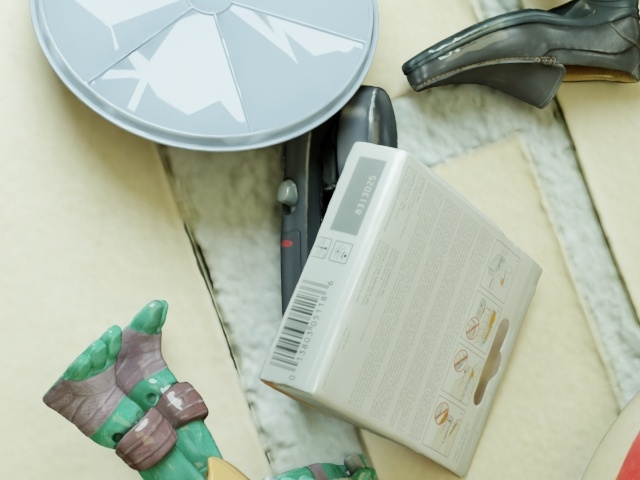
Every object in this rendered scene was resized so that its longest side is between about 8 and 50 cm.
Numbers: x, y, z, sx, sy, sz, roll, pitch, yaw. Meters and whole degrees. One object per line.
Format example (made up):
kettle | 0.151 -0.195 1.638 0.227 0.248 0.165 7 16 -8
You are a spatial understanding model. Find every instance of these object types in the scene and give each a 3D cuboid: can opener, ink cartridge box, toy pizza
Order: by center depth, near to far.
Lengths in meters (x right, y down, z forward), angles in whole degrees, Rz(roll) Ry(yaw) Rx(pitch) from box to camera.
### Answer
ink cartridge box | 0.053 0.044 0.851 0.179 0.045 0.145 36 72 -52
toy pizza | -0.066 -0.133 0.855 0.201 0.032 0.201 5 61 -9
can opener | 0.000 0.000 0.863 0.059 0.073 0.186 8 88 -25

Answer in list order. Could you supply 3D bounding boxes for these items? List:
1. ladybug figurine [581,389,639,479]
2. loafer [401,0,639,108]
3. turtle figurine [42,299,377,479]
ladybug figurine | 0.285 0.260 0.834 0.305 0.162 0.449 -4 82 -5
loafer | 0.132 -0.112 0.922 0.170 0.062 0.061 -16 91 -18
turtle figurine | -0.036 0.140 0.785 0.234 0.175 0.118 45 89 2
